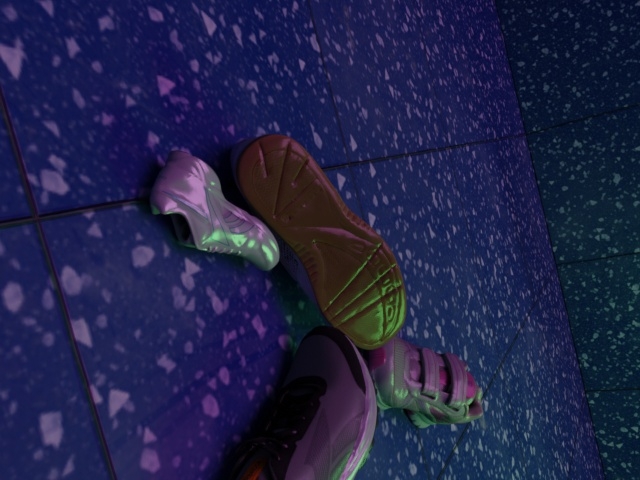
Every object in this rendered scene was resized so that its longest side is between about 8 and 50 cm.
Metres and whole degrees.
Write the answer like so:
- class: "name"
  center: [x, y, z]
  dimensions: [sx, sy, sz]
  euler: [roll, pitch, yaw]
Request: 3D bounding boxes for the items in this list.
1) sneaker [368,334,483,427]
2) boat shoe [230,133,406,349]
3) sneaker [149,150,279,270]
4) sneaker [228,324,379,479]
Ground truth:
- class: "sneaker"
  center: [0.147, 0.188, 0.782]
  dimensions: [0.252, 0.111, 0.102]
  euler: [37, 49, -48]
- class: "boat shoe"
  center: [0.000, 0.000, 0.619]
  dimensions: [0.098, 0.096, 0.277]
  euler: [-38, 116, -10]
- class: "sneaker"
  center: [-0.096, -0.011, 0.519]
  dimensions: [0.152, 0.054, 0.061]
  euler: [46, 59, -38]
- class: "sneaker"
  center: [-0.021, 0.191, 0.518]
  dimensions: [0.108, 0.100, 0.271]
  euler: [47, 42, -34]
